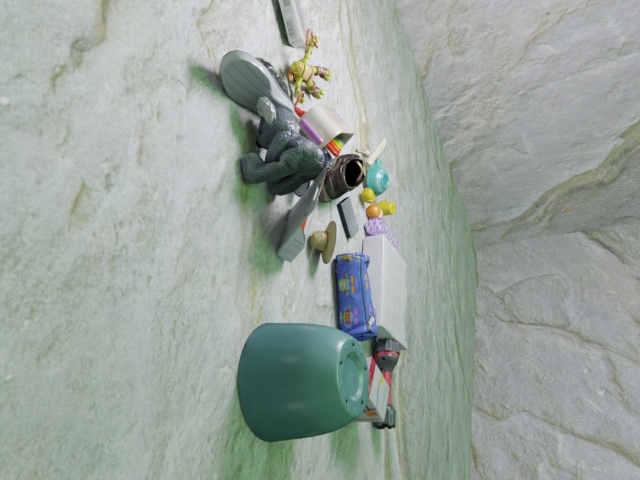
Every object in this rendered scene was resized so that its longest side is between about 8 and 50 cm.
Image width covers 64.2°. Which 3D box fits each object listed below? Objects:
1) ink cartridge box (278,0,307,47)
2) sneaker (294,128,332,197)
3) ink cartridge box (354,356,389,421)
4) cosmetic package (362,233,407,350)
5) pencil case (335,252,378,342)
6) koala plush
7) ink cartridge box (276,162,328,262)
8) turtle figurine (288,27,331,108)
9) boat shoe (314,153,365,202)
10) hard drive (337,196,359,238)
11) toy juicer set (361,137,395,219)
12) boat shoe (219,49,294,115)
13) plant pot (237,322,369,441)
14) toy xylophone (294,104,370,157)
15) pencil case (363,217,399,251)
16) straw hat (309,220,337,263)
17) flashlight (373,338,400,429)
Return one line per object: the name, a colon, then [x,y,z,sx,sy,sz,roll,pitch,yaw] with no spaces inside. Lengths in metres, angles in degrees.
ink cartridge box: [-0.087,-0.752,1.748,0.225,0.056,0.181,-62,137,-78]
sneaker: [-0.023,-0.220,1.614,0.163,0.086,0.227,30,53,-54]
ink cartridge box: [0.124,0.470,1.606,0.176,0.128,0.127,60,32,-33]
cosmetic package: [0.254,0.208,1.998,0.284,0.097,0.378,44,44,-47]
pencil case: [0.119,0.188,1.701,0.119,0.133,0.307,5,73,-32]
koala plush: [-0.102,-0.269,1.388,0.196,0.203,0.222,22,50,-60]
ink cartridge box: [-0.032,-0.073,1.401,0.066,0.232,0.189,31,47,-18]
turtle figurine: [-0.049,-0.536,1.683,0.217,0.087,0.270,2,99,-67]
boat shoe: [0.100,-0.228,1.812,0.355,0.130,0.133,-53,127,-56]
hard drive: [0.103,-0.086,1.888,0.094,0.022,0.135,-42,117,-60]
toy juicer set: [0.214,-0.239,2.108,0.209,0.089,0.330,-29,115,-49]
boat shoe: [-0.176,-0.432,1.384,0.335,0.120,0.119,31,44,-69]
plant pot: [-0.021,0.338,1.247,0.293,0.234,0.293,31,54,-56]
toy xylophone: [0.045,-0.348,1.675,0.236,0.081,0.322,51,19,10]
pencil case: [0.256,-0.012,2.093,0.206,0.086,0.088,46,34,-48]
straw hat: [0.000,0.000,1.601,0.061,0.144,0.145,11,64,-17]
flashlight: [0.240,0.517,1.849,0.103,0.103,0.304,46,41,-50]
